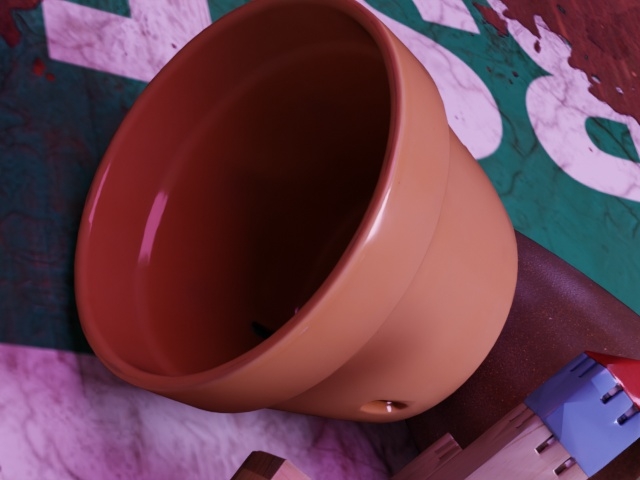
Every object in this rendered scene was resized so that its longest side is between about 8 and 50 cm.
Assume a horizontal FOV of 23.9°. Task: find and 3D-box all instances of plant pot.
[{"bbox_3d":[0.138,0.084,1.155,0.215,0.215,0.230,-4,47,-42],"label":"plant pot"},{"bbox_3d":[0.000,0.000,1.050,0.203,0.291,0.291,32,40,-41],"label":"plant pot"}]

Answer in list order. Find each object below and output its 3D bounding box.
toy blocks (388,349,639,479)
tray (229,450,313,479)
[{"bbox_3d":[0.165,0.245,0.940,0.381,0.261,0.191,51,-1,-9],"label":"toy blocks"},{"bbox_3d":[0.065,0.318,0.799,0.411,0.076,0.203,41,77,-12],"label":"tray"}]
